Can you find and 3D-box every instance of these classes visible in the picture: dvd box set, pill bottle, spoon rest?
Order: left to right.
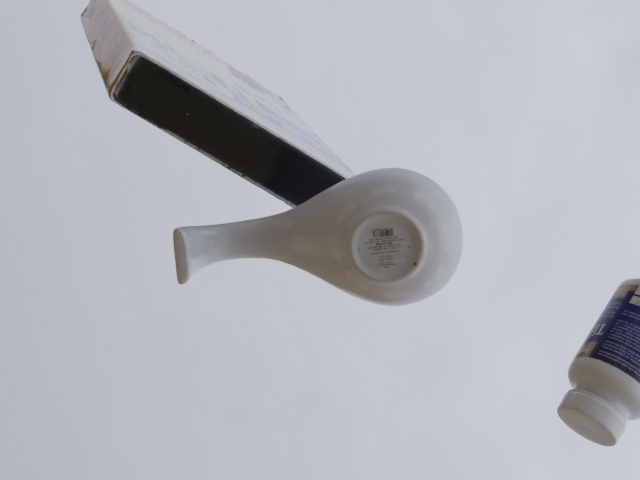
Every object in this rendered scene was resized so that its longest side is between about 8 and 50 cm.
[{"bbox_3d":[-0.129,-0.169,1.226,0.062,0.307,0.420,-55,-153,10],"label":"dvd box set"},{"bbox_3d":[0.000,0.000,1.003,0.084,0.276,0.137,-78,166,-78],"label":"spoon rest"},{"bbox_3d":[0.231,0.093,0.782,0.067,0.120,0.067,32,-20,13],"label":"pill bottle"}]
